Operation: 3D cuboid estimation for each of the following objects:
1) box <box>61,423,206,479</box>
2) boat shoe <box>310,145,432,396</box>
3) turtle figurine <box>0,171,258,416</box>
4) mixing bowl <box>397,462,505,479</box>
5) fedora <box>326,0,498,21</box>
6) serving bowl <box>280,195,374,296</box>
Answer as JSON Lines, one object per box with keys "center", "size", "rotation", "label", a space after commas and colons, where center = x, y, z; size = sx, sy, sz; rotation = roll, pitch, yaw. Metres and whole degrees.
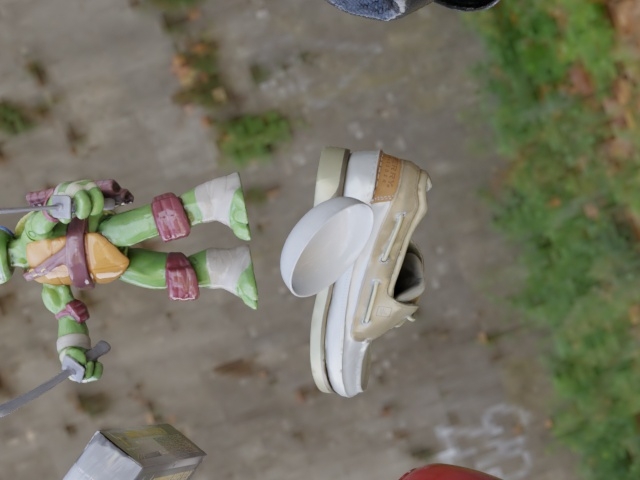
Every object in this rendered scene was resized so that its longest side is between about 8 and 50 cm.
{"center": [-0.206, 0.261, 1.585], "size": [0.056, 0.183, 0.231], "rotation": [36, -177, 11], "label": "box"}
{"center": [0.047, 0.043, 1.599], "size": [0.302, 0.103, 0.113], "rotation": [90, -173, -47], "label": "boat shoe"}
{"center": [-0.192, 0.039, 1.559], "size": [0.275, 0.266, 0.197], "rotation": [-134, 36, -83], "label": "turtle figurine"}
{"center": [0.110, 0.291, 1.702], "size": [0.098, 0.181, 0.181], "rotation": [35, 168, 22], "label": "mixing bowl"}
{"center": [0.043, -0.343, 1.736], "size": [0.334, 0.152, 0.334], "rotation": [36, 153, 22], "label": "fedora"}
{"center": [0.000, 0.000, 1.219], "size": [0.027, 0.083, 0.083], "rotation": [40, 168, 26], "label": "serving bowl"}
